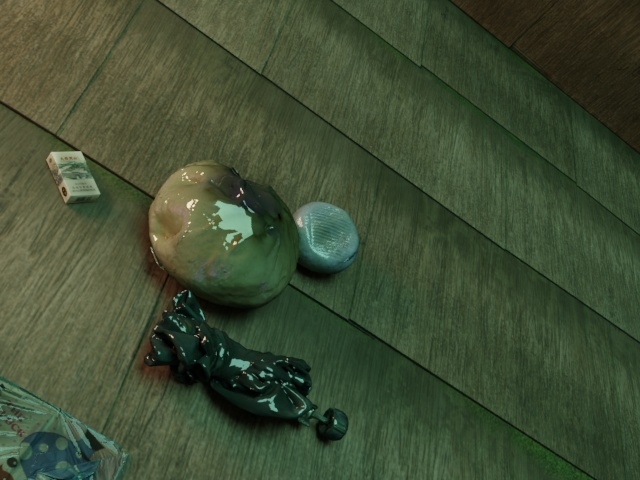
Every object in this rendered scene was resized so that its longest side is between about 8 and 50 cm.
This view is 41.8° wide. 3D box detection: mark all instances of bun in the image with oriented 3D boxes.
[{"bbox_3d":[0.000,0.000,1.520,0.140,0.083,0.141,18,55,-27],"label":"bun"},{"bbox_3d":[-0.139,-0.016,1.335,0.272,0.168,0.273,31,32,-23],"label":"bun"}]

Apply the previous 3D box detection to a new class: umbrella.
[{"bbox_3d":[-0.094,0.199,1.243,0.348,0.094,0.143,34,44,-19],"label":"umbrella"}]

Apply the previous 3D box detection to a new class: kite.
[{"bbox_3d":[-0.358,0.284,0.981,0.314,0.011,0.335,-2,58,-45],"label":"kite"}]

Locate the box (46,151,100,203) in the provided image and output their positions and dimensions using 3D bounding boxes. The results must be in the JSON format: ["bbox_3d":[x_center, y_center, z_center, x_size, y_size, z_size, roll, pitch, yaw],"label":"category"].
[{"bbox_3d":[-0.381,-0.098,1.290,0.054,0.024,0.083,-9,64,-46],"label":"box"}]
